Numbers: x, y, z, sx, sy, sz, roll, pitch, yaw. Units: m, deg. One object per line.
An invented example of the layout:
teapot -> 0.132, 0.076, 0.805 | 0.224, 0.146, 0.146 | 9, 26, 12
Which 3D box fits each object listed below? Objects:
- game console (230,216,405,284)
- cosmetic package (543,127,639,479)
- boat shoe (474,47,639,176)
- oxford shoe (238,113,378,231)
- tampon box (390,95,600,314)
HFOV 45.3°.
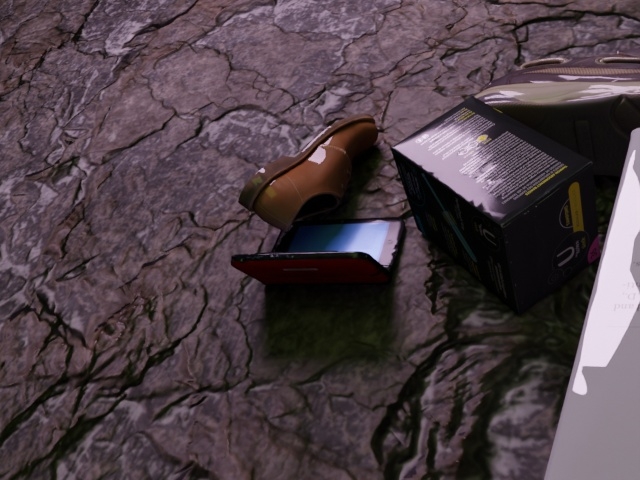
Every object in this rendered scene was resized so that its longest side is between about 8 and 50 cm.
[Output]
game console -> 0.000, 0.000, 0.778 | 0.144, 0.124, 0.085 | -2, 72, 22
cosmetic package -> 0.240, 0.126, 0.431 | 0.156, 0.217, 0.385 | -3, 46, 35
boat shoe -> 0.315, -0.131, 0.737 | 0.355, 0.132, 0.130 | 10, 52, 30
oxford shoe -> 0.006, -0.073, 0.860 | 0.076, 0.076, 0.212 | 41, 54, 13
tampon box -> 0.163, -0.037, 0.713 | 0.101, 0.120, 0.161 | -34, 43, -11
